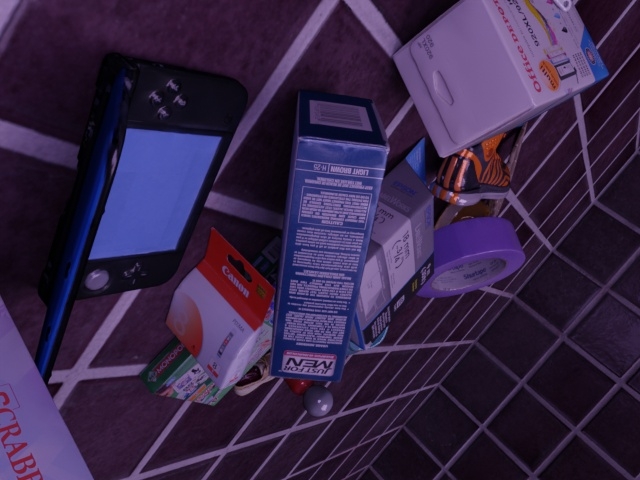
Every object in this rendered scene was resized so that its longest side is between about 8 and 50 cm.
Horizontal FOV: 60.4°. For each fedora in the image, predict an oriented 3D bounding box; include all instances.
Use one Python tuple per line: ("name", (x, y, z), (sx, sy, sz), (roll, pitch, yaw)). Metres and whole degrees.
("fedora", (0.364, -0.052, 1.381), (0.194, 0.079, 0.194), (-34, 150, -23))

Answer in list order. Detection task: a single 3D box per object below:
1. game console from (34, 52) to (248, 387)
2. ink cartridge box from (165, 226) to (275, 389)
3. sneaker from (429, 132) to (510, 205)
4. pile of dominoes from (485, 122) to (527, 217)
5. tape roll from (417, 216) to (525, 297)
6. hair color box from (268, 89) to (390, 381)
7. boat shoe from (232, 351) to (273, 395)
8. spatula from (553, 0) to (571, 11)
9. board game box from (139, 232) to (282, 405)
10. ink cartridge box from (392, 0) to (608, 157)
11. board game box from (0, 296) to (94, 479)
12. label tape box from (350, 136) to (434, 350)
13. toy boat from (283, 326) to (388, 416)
("game console", (-0.172, -0.010, 0.551), (0.250, 0.173, 0.293), (-7, 133, -52))
("ink cartridge box", (-0.144, 0.095, 0.761), (0.045, 0.145, 0.179), (-19, 141, -45))
("sneaker", (0.344, -0.182, 1.133), (0.321, 0.124, 0.180), (-25, 136, -56))
("pile of dominoes", (0.458, -0.156, 1.405), (0.196, 0.040, 0.251), (-59, 157, -27))
("tape roll", (0.346, 0.047, 1.337), (0.274, 0.090, 0.275), (-11, 154, -5))
("hair color box", (0.000, 0.000, 0.729), (0.105, 0.174, 0.347), (7, 122, -5))
("boat shoe", (-0.121, 0.266, 1.127), (0.135, 0.050, 0.045), (-38, 157, -18))
("spatula", (0.289, -0.427, 0.701), (0.242, 0.019, 0.168), (29, 100, -26))
("board game box", (-0.134, 0.150, 0.960), (0.317, 0.046, 0.213), (-46, 154, -4))
("ink cartridge box", (0.262, -0.252, 0.801), (0.232, 0.171, 0.168), (-26, 179, -37))
("board game box", (-0.308, 0.213, 0.489), (0.065, 0.318, 0.318), (-11, 135, -46))
("label tape box", (0.139, 0.007, 1.027), (0.333, 0.105, 0.241), (-44, 146, -22))
("toy boat", (0.050, 0.233, 1.226), (0.318, 0.148, 0.267), (-49, 153, 2))
